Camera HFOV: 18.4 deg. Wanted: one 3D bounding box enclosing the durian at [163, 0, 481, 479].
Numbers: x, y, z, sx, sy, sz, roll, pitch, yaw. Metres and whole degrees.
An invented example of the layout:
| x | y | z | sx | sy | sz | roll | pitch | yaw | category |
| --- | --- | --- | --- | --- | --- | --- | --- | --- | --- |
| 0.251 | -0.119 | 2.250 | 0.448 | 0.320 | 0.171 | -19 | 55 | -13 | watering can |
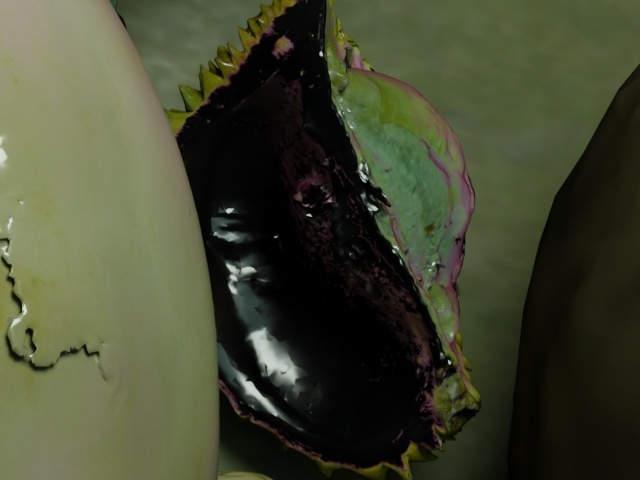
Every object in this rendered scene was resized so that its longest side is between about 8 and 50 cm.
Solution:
| x | y | z | sx | sy | sz | roll | pitch | yaw | category |
| --- | --- | --- | --- | --- | --- | --- | --- | --- | --- |
| 0.002 | -0.001 | 0.764 | 0.108 | 0.119 | 0.186 | -27 | 97 | -64 | durian |

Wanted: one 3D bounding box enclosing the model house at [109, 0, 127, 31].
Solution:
| x | y | z | sx | sy | sz | roll | pitch | yaw | category |
| --- | --- | --- | --- | --- | --- | --- | --- | --- | --- |
| -0.106 | -0.092 | 0.743 | 0.079 | 0.066 | 0.083 | 10 | 58 | -13 | model house |

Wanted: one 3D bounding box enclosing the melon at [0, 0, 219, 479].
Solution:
| x | y | z | sx | sy | sz | roll | pitch | yaw | category |
| --- | --- | --- | --- | --- | --- | --- | --- | --- | --- |
| -0.143 | 0.032 | 0.601 | 0.223 | 0.223 | 0.317 | -4 | 81 | -26 | melon |

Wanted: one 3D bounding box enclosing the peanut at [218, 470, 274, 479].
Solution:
| x | y | z | sx | sy | sz | roll | pitch | yaw | category |
| --- | --- | --- | --- | --- | --- | --- | --- | --- | --- |
| -0.008 | 0.132 | 0.730 | 0.187 | 0.082 | 0.082 | 16 | 73 | -23 | peanut |

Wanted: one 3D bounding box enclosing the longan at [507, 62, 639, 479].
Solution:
| x | y | z | sx | sy | sz | roll | pitch | yaw | category |
| --- | --- | --- | --- | --- | --- | --- | --- | --- | --- |
| 0.260 | 0.060 | 0.703 | 0.391 | 0.391 | 0.391 | 5 | 78 | -25 | longan |
